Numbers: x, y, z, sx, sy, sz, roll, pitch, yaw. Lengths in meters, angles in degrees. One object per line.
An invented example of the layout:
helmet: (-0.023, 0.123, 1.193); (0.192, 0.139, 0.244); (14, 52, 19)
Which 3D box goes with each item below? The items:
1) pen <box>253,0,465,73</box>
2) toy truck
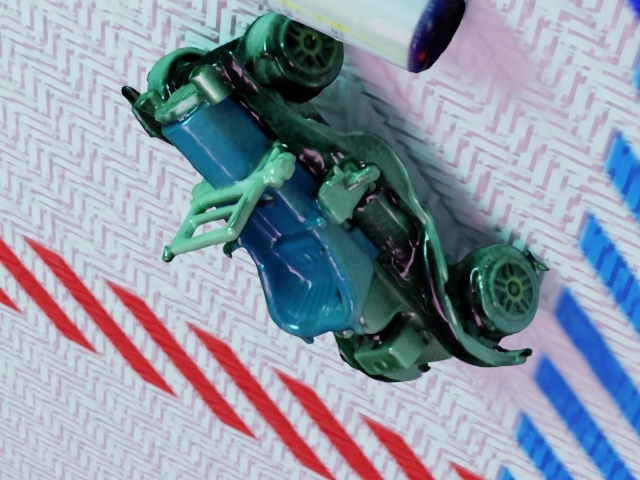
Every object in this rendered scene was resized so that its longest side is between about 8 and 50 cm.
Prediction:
pen: (-0.079, -0.117, 0.600); (0.269, 0.033, 0.033); (26, 145, 15)
toy truck: (-0.001, -0.001, 0.632); (0.154, 0.078, 0.080); (49, 146, -20)
